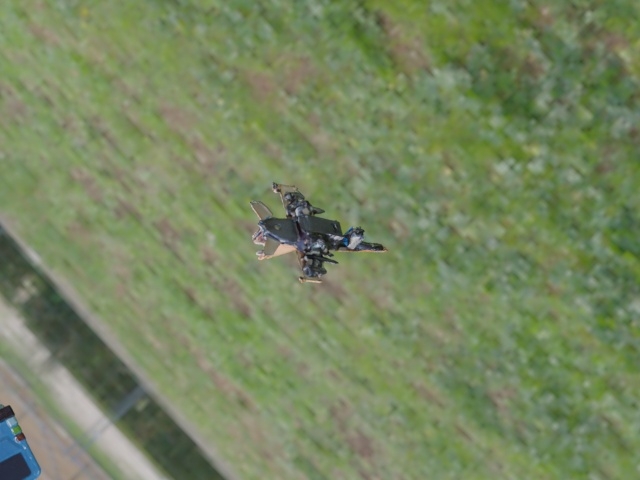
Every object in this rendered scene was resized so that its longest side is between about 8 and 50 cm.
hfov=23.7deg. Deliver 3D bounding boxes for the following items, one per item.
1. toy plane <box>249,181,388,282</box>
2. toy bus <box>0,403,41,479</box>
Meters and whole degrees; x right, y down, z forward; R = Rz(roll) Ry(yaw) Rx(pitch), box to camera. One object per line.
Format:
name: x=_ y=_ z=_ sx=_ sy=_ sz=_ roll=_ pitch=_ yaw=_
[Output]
toy plane: x=0.006 y=-0.006 z=1.749 sx=0.062 sy=0.188 sz=0.135 roll=-54 pitch=42 yaw=48
toy bus: x=-0.377 y=0.255 z=1.687 sx=0.106 sy=0.090 sz=0.185 roll=60 pitch=154 yaw=6
